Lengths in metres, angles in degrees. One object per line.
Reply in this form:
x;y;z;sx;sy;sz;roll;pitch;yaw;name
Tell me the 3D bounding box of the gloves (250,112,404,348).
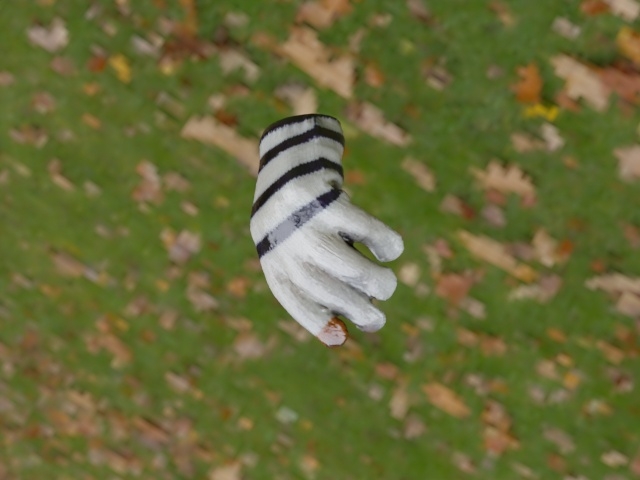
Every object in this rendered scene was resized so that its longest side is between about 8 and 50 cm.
-0.007;-0.004;1.966;0.140;0.219;0.131;-18;155;36;gloves
